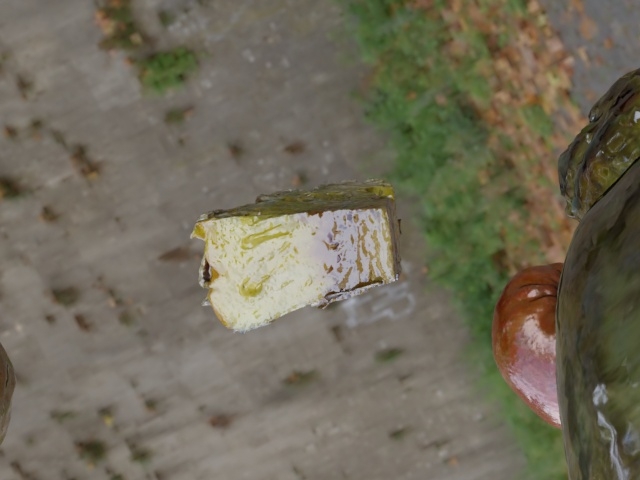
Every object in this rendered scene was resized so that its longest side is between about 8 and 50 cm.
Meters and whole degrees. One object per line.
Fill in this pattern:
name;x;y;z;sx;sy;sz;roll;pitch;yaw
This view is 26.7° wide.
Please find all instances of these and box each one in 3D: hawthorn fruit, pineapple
hawthorn fruit;0.204;0.084;1.083;0.133;0.132;0.138;-115;11;-52
pineapple;0.000;0.000;1.257;0.186;0.236;0.114;13;121;55

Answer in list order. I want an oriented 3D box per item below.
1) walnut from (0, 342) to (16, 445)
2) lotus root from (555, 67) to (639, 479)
walnut;-0.478;0.176;1.343;0.384;0.383;0.383;64;-179;-2
lotus root;0.131;0.072;0.337;0.173;0.173;0.309;62;-161;-56
